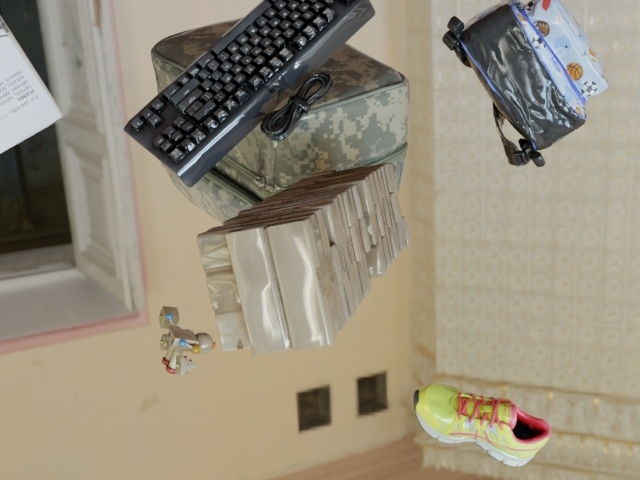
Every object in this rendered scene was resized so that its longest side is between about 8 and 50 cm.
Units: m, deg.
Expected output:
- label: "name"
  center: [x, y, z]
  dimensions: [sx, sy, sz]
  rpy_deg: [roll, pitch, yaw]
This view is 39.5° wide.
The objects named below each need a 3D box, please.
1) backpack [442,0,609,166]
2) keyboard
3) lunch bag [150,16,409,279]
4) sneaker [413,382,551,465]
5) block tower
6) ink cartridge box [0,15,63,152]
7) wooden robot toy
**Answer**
- label: "backpack"
  center: [0.346, -0.299, 1.492]
  dimensions: [0.213, 0.276, 0.263]
  rpy_deg: [-29, -167, 13]
- label: "keyboard"
  center: [-0.042, -0.113, 0.607]
  dimensions: [0.180, 0.023, 0.108]
  rpy_deg: [-45, -120, -10]
- label: "lunch bag"
  center: [-0.049, -0.102, 1.068]
  dimensions: [0.212, 0.256, 0.305]
  rpy_deg: [-27, -137, -33]
- label: "sneaker"
  center: [0.227, 0.241, 1.230]
  dimensions: [0.208, 0.094, 0.081]
  rpy_deg: [22, -128, -16]
- label: "block tower"
  center: [0.000, 0.000, 0.763]
  dimensions: [0.091, 0.097, 0.335]
  rpy_deg: [-9, -172, 16]
- label: "ink cartridge box"
  center: [-0.333, -0.197, 0.733]
  dimensions: [0.100, 0.237, 0.172]
  rpy_deg: [-34, -135, -10]
- label: "wooden robot toy"
  center: [-0.213, 0.171, 1.448]
  dimensions: [0.079, 0.076, 0.173]
  rpy_deg: [7, -161, -25]
